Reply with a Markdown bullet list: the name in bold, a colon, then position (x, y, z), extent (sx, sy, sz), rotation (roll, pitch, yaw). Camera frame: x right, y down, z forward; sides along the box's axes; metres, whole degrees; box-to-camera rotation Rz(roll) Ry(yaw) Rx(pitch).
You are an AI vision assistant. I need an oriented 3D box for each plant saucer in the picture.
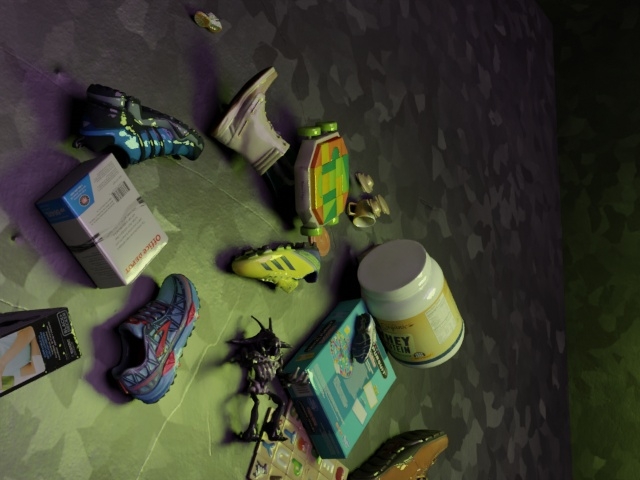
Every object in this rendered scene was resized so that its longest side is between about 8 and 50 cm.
- **plant saucer**: position (0.000, 0.000, 2.040), extent (0.083, 0.013, 0.083), rotation (20, 65, -51)

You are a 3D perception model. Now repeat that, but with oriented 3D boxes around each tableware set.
- **tableware set**: position (0.146, -0.130, 2.209), extent (0.141, 0.020, 0.169), rotation (62, 18, 2)

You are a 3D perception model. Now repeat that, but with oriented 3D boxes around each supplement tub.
- **supplement tub**: position (0.244, 0.172, 2.122), extent (0.316, 0.228, 0.228), rotation (61, 38, -37)

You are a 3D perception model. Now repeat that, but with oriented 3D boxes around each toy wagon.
- **toy wagon**: position (0.016, -0.168, 1.994), extent (0.344, 0.068, 0.267), rotation (-34, 126, -64)

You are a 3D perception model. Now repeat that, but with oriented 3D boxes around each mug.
- **mug**: position (0.118, -0.083, 2.190), extent (0.078, 0.062, 0.064), rotation (42, 42, -50)

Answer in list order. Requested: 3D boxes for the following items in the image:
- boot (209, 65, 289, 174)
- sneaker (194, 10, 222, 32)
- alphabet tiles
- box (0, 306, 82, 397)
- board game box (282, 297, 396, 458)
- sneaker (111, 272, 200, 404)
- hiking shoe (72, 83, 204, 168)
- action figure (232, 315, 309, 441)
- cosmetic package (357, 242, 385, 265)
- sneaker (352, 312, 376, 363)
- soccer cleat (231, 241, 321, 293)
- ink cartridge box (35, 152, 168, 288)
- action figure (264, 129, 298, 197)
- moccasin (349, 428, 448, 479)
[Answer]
- **boot**: position (-0.130, -0.275, 1.790), extent (0.165, 0.077, 0.213), rotation (40, 78, -20)
- **sneaker**: position (-0.262, -0.509, 1.795), extent (0.083, 0.032, 0.037), rotation (23, 49, -55)
- **alphabet tiles**: position (-0.043, 0.548, 1.841), extent (0.342, 0.011, 0.285), rotation (48, 45, -37)
- **box**: position (-0.519, 0.187, 1.134), extent (0.290, 0.169, 0.087), rotation (-26, 105, -55)
- **board game box**: position (0.055, 0.340, 1.963), extent (0.336, 0.079, 0.253), rotation (-45, 117, -52)
- **sneaker**: position (-0.314, 0.168, 1.480), extent (0.125, 0.104, 0.261), rotation (39, 51, -40)
- **hiking shoe**: position (-0.357, -0.200, 1.539), extent (0.304, 0.113, 0.132), rotation (22, 91, -54)
- **action figure**: position (-0.107, 0.298, 1.707), extent (0.164, 0.141, 0.275), rotation (12, 73, -41)
- **cosmetic package**: position (0.154, 0.053, 2.218), extent (0.115, 0.041, 0.060), rotation (-33, 109, -53)
- **sneaker**: position (0.119, 0.252, 1.970), extent (0.058, 0.052, 0.135), rotation (48, 44, -43)
- **soccer cleat**: position (-0.093, 0.068, 1.827), extent (0.289, 0.093, 0.121), rotation (-6, 93, -54)
- **ink cartridge box**: position (-0.394, -0.033, 1.432), extent (0.203, 0.086, 0.148), rotation (62, 39, -25)
- **action figure**: position (-0.133, -0.230, 1.877), extent (0.232, 0.063, 0.137), rotation (49, 48, -31)
- **moccasin**: position (0.227, 0.618, 2.091), extent (0.380, 0.139, 0.146), rotation (-23, 101, -54)
